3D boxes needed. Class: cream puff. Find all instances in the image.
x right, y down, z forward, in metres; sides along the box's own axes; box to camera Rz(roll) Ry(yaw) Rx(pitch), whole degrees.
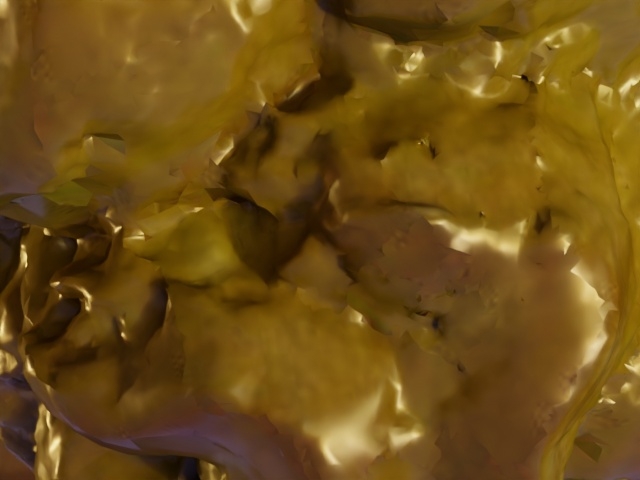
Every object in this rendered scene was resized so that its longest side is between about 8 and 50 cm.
[{"bbox_3d":[0.000,-0.001,0.484,0.291,0.257,0.324,7,144,-31],"label":"cream puff"}]
